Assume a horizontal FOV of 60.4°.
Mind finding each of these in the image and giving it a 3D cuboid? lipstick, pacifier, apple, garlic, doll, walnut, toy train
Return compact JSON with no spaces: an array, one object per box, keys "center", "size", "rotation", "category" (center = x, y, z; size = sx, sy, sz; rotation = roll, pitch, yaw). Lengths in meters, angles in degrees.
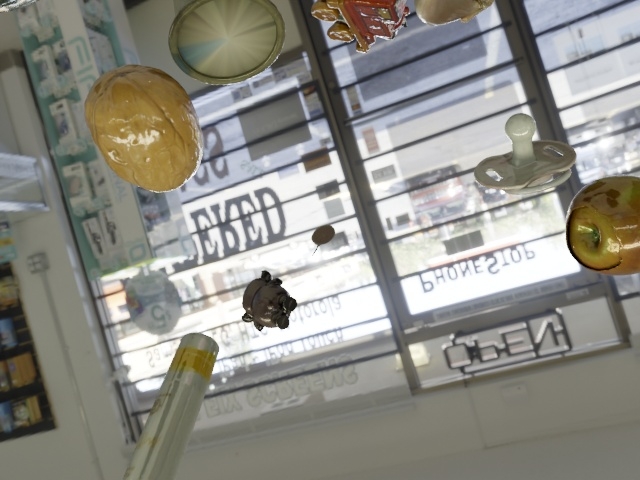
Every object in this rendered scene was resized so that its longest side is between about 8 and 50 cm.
[{"center":[-0.184,0.231,0.665],"size":[0.059,0.059,0.263],"rotation":[-18,-143,25],"category":"lipstick"},{"center":[0.199,-0.085,0.532],"size":[0.099,0.078,0.081],"rotation":[-21,-149,-4],"category":"pacifier"},{"center":[0.664,-0.033,1.236],"size":[0.208,0.236,0.237],"rotation":[-4,175,-15],"category":"apple"},{"center":[0.418,-0.789,1.705],"size":[0.279,0.132,0.325],"rotation":[-37,156,26],"category":"garlic"},{"center":[-0.162,0.190,1.696],"size":[0.117,0.181,0.257],"rotation":[29,171,-27],"category":"doll"},{"center":[-0.263,-0.170,0.835],"size":[0.165,0.165,0.197],"rotation":[-16,135,-7],"category":"walnut"},{"center":[0.114,-0.614,1.407],"size":[0.232,0.163,0.369],"rotation":[16,-178,18],"category":"toy train"}]

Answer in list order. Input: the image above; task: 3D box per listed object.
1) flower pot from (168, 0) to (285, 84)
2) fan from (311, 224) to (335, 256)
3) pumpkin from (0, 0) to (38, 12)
[{"center":[-0.186,-0.436,1.031],"size":[0.213,0.202,0.212],"rotation":[-12,151,-7],"category":"flower pot"},{"center":[0.000,0.000,1.805],"size":[0.085,0.005,0.133],"rotation":[6,-125,31],"category":"fan"},{"center":[-0.338,-0.343,0.509],"size":[0.264,0.196,0.293],"rotation":[-13,159,-3],"category":"pumpkin"}]
